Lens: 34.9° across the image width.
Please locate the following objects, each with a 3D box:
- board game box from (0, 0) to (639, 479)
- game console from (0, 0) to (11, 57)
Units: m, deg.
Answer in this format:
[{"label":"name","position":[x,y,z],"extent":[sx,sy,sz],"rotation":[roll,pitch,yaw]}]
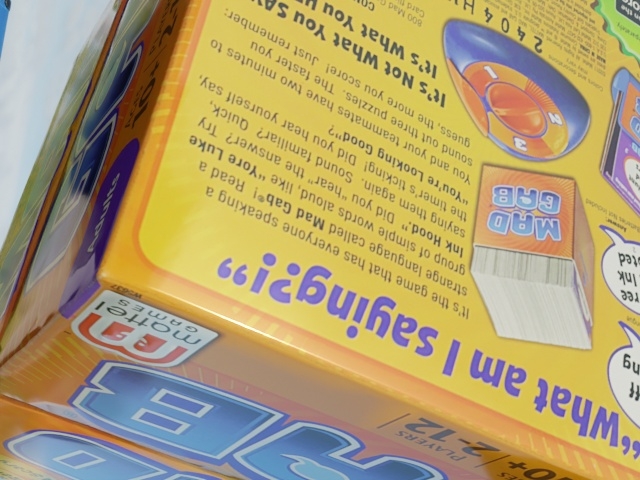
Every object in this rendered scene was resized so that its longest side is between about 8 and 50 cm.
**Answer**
[{"label":"board game box","position":[0.000,0.000,0.691],"extent":[0.356,0.357,0.356],"rotation":[-36,-144,51]},{"label":"game console","position":[-0.385,-0.207,0.802],"extent":[0.293,0.174,0.250],"rotation":[52,45,-81]}]
